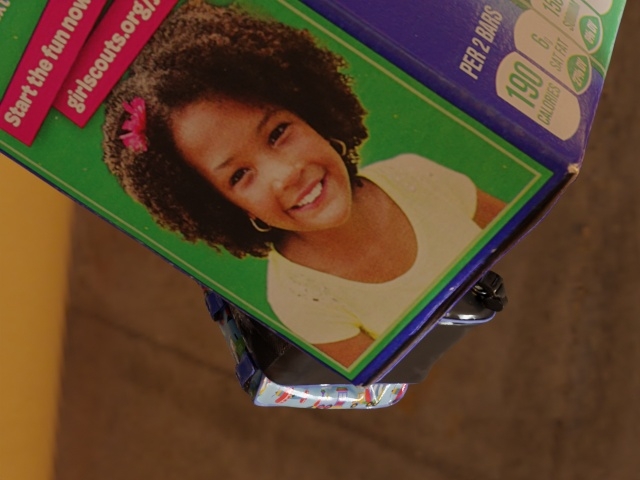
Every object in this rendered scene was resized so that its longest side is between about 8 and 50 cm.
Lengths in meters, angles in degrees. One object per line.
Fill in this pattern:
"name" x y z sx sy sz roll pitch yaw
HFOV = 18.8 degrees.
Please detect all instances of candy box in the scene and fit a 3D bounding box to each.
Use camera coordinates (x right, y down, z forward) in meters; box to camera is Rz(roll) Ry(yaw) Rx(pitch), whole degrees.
"candy box" -0.056 -0.148 0.600 0.317 0.268 0.122 32 -51 -8

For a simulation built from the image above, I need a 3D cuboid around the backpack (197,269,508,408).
"backpack" 0.000 0.000 1.139 0.117 0.158 0.173 -46 -121 33
